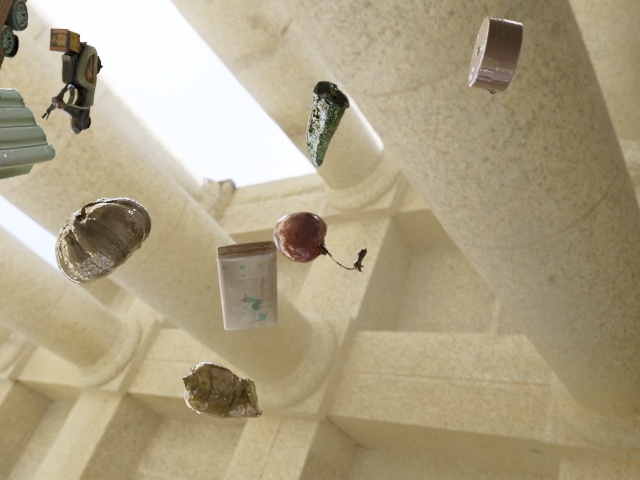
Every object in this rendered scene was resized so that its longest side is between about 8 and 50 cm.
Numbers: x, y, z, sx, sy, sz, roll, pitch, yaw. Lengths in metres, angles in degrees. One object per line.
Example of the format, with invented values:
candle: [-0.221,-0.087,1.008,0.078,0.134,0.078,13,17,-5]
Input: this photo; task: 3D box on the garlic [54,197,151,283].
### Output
garlic: [-0.488,-0.008,1.415,0.228,0.152,0.228,-38,-163,13]

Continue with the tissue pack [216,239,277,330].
tissue pack: [-0.211,0.137,1.882,0.170,0.325,0.071,-6,-135,-8]

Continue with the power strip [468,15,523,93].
power strip: [0.368,-0.391,1.356,0.078,0.154,0.154,12,-129,1]

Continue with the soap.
soap: [-0.658,-0.205,1.248,0.095,0.173,0.289,-29,-172,11]

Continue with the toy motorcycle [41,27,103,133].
toy motorcycle: [-0.670,-0.423,1.732,0.091,0.157,0.263,7,-86,18]

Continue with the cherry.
cherry: [0.000,0.000,1.270,0.225,0.090,0.107,13,-120,28]

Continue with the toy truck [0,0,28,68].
toy truck: [-0.574,-0.305,0.966,0.133,0.184,0.338,6,-114,1]

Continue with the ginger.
ginger: [-0.270,0.409,1.730,0.152,0.267,0.138,-30,-134,45]

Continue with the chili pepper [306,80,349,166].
chili pepper: [0.007,-0.233,1.383,0.059,0.227,0.088,-28,-116,-26]
